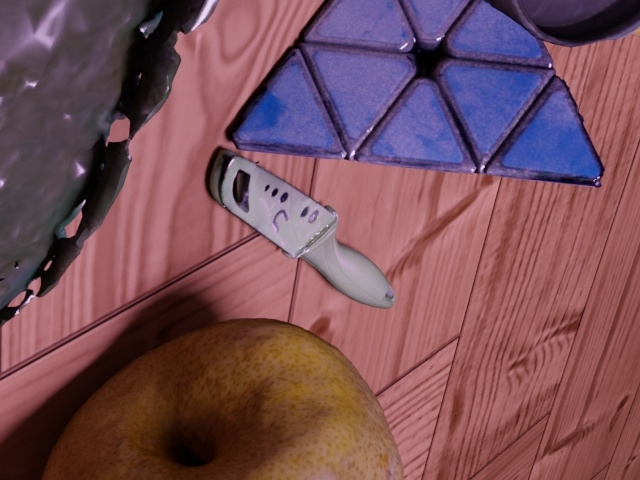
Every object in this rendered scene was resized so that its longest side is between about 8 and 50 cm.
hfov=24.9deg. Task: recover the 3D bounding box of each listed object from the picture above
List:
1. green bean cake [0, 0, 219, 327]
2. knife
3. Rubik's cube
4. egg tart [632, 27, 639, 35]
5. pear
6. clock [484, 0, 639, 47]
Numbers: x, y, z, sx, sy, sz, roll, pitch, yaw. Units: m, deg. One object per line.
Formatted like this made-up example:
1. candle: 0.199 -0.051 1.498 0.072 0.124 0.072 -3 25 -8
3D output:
1. green bean cake: -0.159 -0.081 0.473 0.241 0.132 0.255 -1 121 -58
2. knife: -0.002 -0.001 0.932 0.043 0.020 0.293 -55 152 0
3. Rubik's cube: 0.043 -0.069 0.819 0.178 0.190 0.211 -22 135 -23
4. egg tart: 0.205 -0.288 0.844 0.345 0.132 0.345 -38 148 -30
5. pear: -0.054 0.164 0.832 0.228 0.188 0.211 -43 142 -26
6. clock: 0.142 -0.200 0.669 0.226 0.049 0.226 -31 139 -32
